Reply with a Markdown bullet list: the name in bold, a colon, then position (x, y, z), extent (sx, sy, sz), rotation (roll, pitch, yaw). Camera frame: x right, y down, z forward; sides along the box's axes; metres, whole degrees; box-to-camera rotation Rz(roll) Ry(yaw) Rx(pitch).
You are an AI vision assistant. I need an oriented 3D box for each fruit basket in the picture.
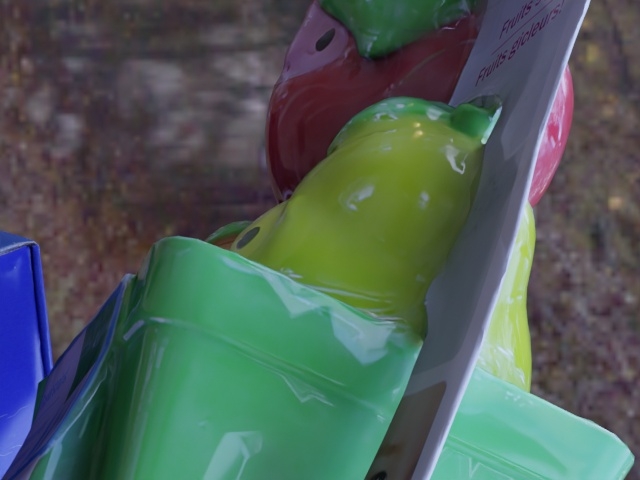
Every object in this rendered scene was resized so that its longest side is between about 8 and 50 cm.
- **fruit basket**: position (0.000, 0.000, 0.563), extent (0.327, 0.165, 0.353), rotation (140, -33, -65)

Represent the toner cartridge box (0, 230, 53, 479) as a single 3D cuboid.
- **toner cartridge box**: position (-0.261, 0.114, 0.608), extent (0.348, 0.075, 0.165), rotation (-19, 113, -43)
